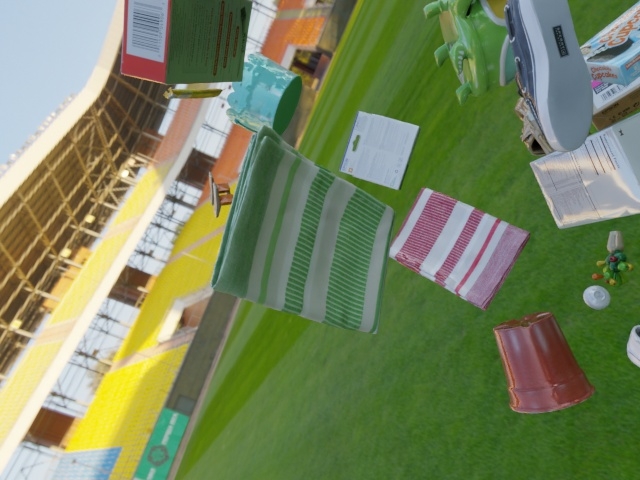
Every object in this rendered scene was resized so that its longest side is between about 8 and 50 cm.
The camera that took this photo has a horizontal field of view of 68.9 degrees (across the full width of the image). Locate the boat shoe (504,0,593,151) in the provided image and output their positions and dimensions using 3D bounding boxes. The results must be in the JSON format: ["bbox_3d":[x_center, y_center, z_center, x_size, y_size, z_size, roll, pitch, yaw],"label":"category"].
[{"bbox_3d":[0.294,-0.228,0.626,0.076,0.080,0.229,-179,70,-74],"label":"boat shoe"}]

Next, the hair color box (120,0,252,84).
[{"bbox_3d":[-0.132,-0.216,0.486,0.167,0.053,0.093,-47,-28,-65],"label":"hair color box"}]

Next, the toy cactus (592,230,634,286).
[{"bbox_3d":[0.950,0.061,1.521,0.219,0.112,0.181,15,-102,-59],"label":"toy cactus"}]

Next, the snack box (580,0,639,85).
[{"bbox_3d":[0.764,-0.492,1.080,0.321,0.060,0.187,-38,26,6],"label":"snack box"}]

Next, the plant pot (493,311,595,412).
[{"bbox_3d":[0.722,0.392,1.558,0.272,0.272,0.265,142,111,-72],"label":"plant pot"}]

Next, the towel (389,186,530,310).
[{"bbox_3d":[0.369,0.012,1.296,0.237,0.328,0.037,-61,-31,3],"label":"towel"}]

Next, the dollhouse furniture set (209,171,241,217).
[{"bbox_3d":[-0.166,-0.139,1.301,0.259,0.261,0.135,-123,31,-52],"label":"dollhouse furniture set"}]

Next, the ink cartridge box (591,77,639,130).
[{"bbox_3d":[0.904,-0.475,1.402,0.234,0.088,0.194,-34,43,35],"label":"ink cartridge box"}]

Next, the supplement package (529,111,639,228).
[{"bbox_3d":[0.541,-0.135,0.837,0.194,0.150,0.203,-24,-1,-13],"label":"supplement package"}]

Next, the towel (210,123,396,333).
[{"bbox_3d":[0.000,0.000,0.731,0.038,0.324,0.248,-6,66,45],"label":"towel"}]

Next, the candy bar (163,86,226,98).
[{"bbox_3d":[-0.299,-0.354,1.121,0.161,0.018,0.040,-19,1,-44],"label":"candy bar"}]

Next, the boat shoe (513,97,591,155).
[{"bbox_3d":[0.566,-0.282,1.197,0.110,0.121,0.341,-48,20,22],"label":"boat shoe"}]

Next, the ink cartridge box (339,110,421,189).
[{"bbox_3d":[0.201,-0.306,1.590,0.045,0.223,0.224,-4,-66,-70],"label":"ink cartridge box"}]

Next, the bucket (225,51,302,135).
[{"bbox_3d":[-0.199,-0.521,1.709,0.281,0.183,0.281,-63,-6,-11],"label":"bucket"}]

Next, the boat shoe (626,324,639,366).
[{"bbox_3d":[0.737,0.257,0.919,0.095,0.084,0.258,-35,34,-18],"label":"boat shoe"}]

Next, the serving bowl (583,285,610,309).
[{"bbox_3d":[0.932,0.188,1.567,0.027,0.083,0.084,68,-143,-62],"label":"serving bowl"}]

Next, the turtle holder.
[{"bbox_3d":[0.375,-0.497,1.059,0.227,0.320,0.244,-22,37,13],"label":"turtle holder"}]
